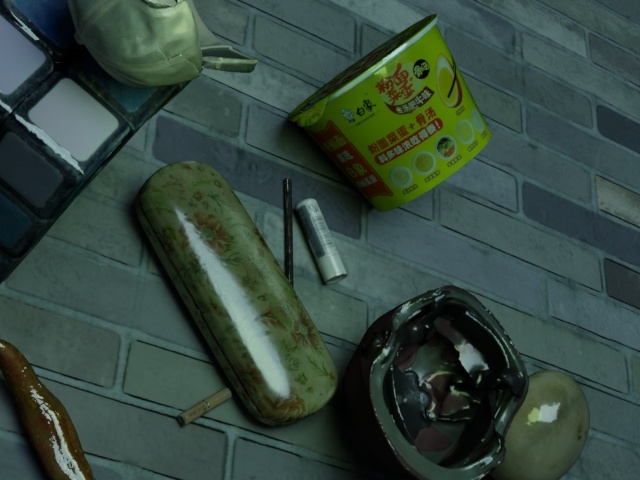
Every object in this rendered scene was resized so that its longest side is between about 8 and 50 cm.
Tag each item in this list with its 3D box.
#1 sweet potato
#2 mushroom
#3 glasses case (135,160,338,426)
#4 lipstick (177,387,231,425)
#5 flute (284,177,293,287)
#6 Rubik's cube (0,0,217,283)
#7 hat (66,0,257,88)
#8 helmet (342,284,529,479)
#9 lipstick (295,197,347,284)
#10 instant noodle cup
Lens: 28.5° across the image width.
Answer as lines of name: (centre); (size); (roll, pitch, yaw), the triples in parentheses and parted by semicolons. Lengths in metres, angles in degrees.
sweet potato: (-0.349, 0.235, 1.602); (0.058, 0.078, 0.255); (-28, 91, -3)
mushroom: (0.322, 0.291, 2.013); (0.204, 0.204, 0.204); (19, 54, -27)
glasses case: (-0.123, 0.074, 1.850); (0.156, 0.098, 0.425); (-24, 80, -41)
lipstick: (-0.163, 0.234, 1.776); (0.094, 0.019, 0.019); (-28, 82, -43)
flute: (-0.050, 0.013, 2.002); (0.014, 0.014, 0.269); (17, 54, -28)
Rubik's cube: (-0.406, -0.207, 1.633); (0.362, 0.363, 0.359); (46, 50, -10)
hat: (-0.197, -0.280, 1.504); (0.232, 0.161, 0.275); (67, 21, -5)
helmet: (0.144, 0.232, 1.886); (0.271, 0.197, 0.338); (47, 52, -14)
lipstick: (0.000, 0.000, 2.029); (0.040, 0.040, 0.141); (-9, 70, -40)
instant noodle cup: (0.126, -0.200, 2.094); (0.221, 0.311, 0.311); (54, 45, -9)
